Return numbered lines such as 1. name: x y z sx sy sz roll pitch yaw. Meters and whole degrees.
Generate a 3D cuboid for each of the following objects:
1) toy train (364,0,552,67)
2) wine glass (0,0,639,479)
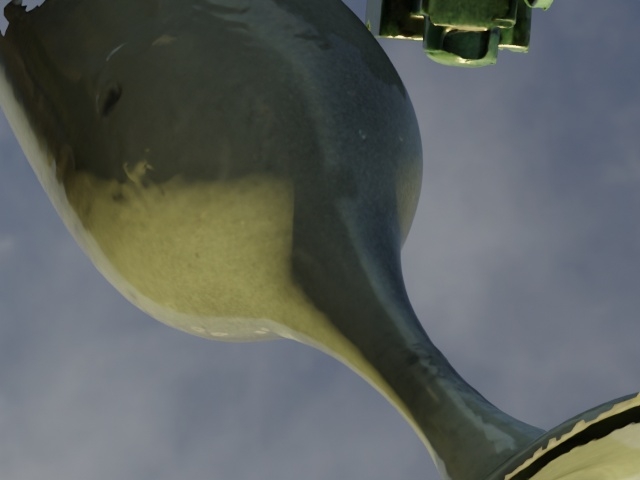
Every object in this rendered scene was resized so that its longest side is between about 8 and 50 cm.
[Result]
1. toy train: 0.056 -0.169 0.749 0.132 0.083 0.200 -129 -134 -82
2. wine glass: 0.000 0.000 0.657 0.321 0.143 0.143 51 -57 37
